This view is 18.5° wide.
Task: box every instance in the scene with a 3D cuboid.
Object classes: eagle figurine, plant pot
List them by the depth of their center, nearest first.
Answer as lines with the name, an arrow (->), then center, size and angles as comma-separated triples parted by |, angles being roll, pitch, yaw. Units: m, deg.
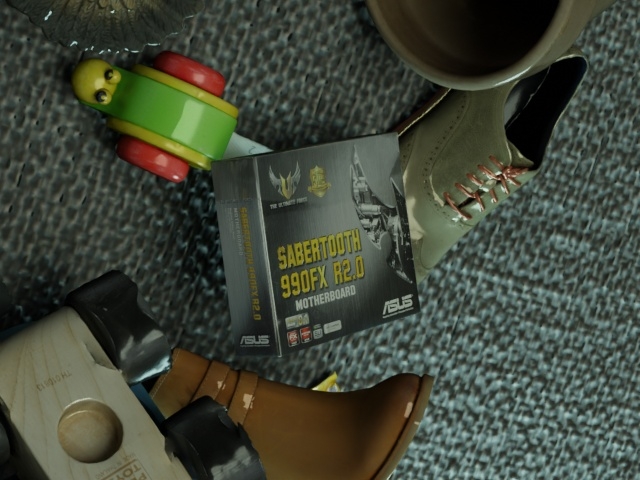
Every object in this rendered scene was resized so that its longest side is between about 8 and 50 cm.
eagle figurine -> -0.192, -0.285, 1.472 | 0.298, 0.226, 0.225 | 36, 87, -7
plant pot -> 0.202, -0.287, 1.906 | 0.229, 0.263, 0.263 | -14, 112, -48

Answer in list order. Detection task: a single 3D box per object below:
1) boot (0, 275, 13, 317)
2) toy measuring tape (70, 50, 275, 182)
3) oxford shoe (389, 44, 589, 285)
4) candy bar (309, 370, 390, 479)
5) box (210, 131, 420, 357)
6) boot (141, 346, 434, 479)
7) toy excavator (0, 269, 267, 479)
boot -> -0.392, 0.026, 1.669 | 0.207, 0.094, 0.246 | -37, 127, -24
toy measuring tape -> -0.089, -0.091, 1.829 | 0.330, 0.121, 0.121 | 25, 89, -36
oxford shoe -> 0.140, -0.072, 1.975 | 0.123, 0.130, 0.348 | 35, 84, -38
candy bar -> 0.030, 0.206, 2.051 | 0.040, 0.018, 0.161 | -38, 120, -19
box -> 0.000, 0.000, 1.842 | 0.231, 0.056, 0.183 | -13, 97, -53
boot -> -0.041, 0.154, 1.829 | 0.220, 0.283, 0.109 | 36, 53, -10
toy excavator -> -0.191, 0.298, 1.824 | 0.222, 0.445, 0.433 | -31, 77, -22
